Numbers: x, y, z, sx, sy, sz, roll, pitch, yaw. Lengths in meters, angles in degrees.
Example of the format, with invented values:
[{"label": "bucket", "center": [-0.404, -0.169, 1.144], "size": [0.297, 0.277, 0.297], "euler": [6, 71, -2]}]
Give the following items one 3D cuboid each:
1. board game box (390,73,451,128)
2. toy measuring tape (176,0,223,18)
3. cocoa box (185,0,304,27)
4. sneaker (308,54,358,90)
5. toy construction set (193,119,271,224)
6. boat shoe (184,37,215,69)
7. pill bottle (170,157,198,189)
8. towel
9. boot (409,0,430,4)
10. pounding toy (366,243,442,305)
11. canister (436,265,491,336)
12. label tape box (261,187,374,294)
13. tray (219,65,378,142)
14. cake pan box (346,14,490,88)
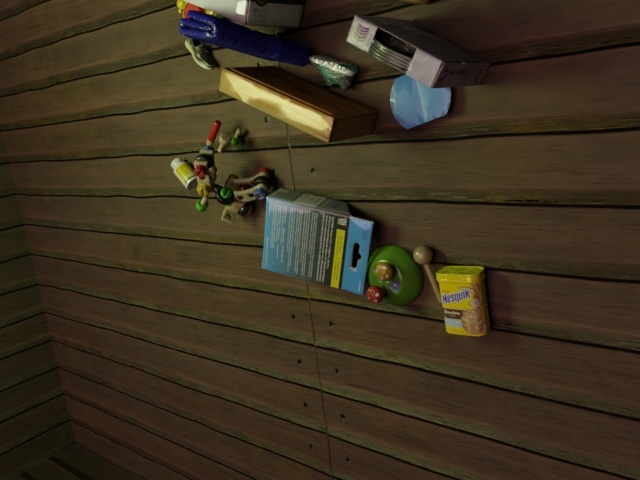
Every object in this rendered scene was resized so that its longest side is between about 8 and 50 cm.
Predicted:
[{"label": "board game box", "center": [0.257, -0.363, 1.511], "size": [0.169, 0.033, 0.133], "euler": [-15, 89, 37]}, {"label": "toy measuring tape", "center": [-0.318, -0.677, 1.850], "size": [0.330, 0.121, 0.121], "euler": [27, 121, 20]}, {"label": "cocoa box", "center": [-0.230, -0.753, 1.656], "size": [0.347, 0.231, 0.227], "euler": [31, 122, 29]}, {"label": "sneaker", "center": [0.025, -0.464, 1.655], "size": [0.166, 0.065, 0.076], "euler": [32, 128, 31]}, {"label": "toy construction set", "center": [-0.321, -0.200, 1.959], "size": [0.237, 0.258, 0.308], "euler": [-50, 50, 52]}, {"label": "boat shoe", "center": [-0.394, -0.621, 1.962], "size": [0.152, 0.056, 0.049], "euler": [49, 135, 17]}, {"label": "pill bottle", "center": [-0.491, -0.244, 2.167], "size": [0.116, 0.065, 0.065], "euler": [48, 130, 17]}, {"label": "towel", "center": [-0.205, -0.555, 1.636], "size": [0.228, 0.308, 0.076], "euler": [27, 108, 47]}, {"label": "boot", "center": [0.162, -0.702, 1.433], "size": [0.295, 0.104, 0.211], "euler": [28, 111, 20]}, {"label": "pounding toy", "center": [0.204, 0.108, 1.662], "size": [0.237, 0.110, 0.182], "euler": [-6, 101, 42]}, {"label": "canister", "center": [0.375, 0.157, 1.559], "size": [0.126, 0.073, 0.169], "euler": [-1, 106, 41]}, {"label": "label tape box", "center": [0.000, 0.000, 1.787], "size": [0.334, 0.106, 0.240], "euler": [14, 114, 17]}, {"label": "tray", "center": [-0.064, -0.390, 1.658], "size": [0.411, 0.203, 0.076], "euler": [30, 121, 30]}, {"label": "cake pan box", "center": [0.224, -0.429, 1.356], "size": [0.246, 0.267, 0.070], "euler": [35, 122, 24]}]
